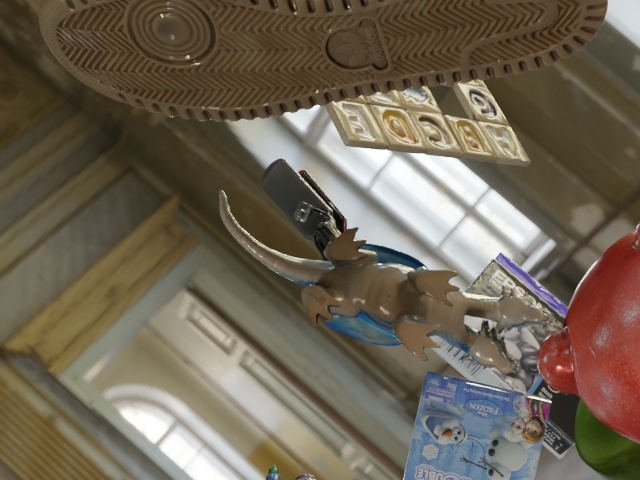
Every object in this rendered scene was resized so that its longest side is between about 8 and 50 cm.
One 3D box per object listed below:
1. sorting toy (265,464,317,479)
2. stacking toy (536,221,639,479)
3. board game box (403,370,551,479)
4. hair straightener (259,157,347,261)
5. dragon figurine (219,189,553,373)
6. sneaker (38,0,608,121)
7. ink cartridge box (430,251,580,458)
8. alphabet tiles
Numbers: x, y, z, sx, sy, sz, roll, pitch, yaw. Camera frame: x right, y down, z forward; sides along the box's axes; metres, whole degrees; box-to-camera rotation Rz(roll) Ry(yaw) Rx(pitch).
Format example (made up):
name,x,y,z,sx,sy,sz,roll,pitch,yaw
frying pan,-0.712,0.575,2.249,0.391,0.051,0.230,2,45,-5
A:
name,x,y,z,sx,sy,sz,roll,pitch,yaw
sorting toy,-0.039,0.281,1.217,0.102,0.061,0.042,-31,31,21
stacking toy,0.113,0.113,0.525,0.309,0.130,0.279,-58,5,10
board game box,0.110,0.146,0.769,0.020,0.090,0.090,-11,-67,-82
hair straightener,0.000,0.000,1.049,0.047,0.230,0.089,-44,-37,16
dragon figurine,0.048,0.044,0.911,0.144,0.289,0.085,34,-107,-77
sneaker,0.000,-0.154,0.573,0.099,0.282,0.153,74,-163,-50
ink cartridge box,0.256,0.120,1.293,0.208,0.206,0.045,-43,-9,-43
alphabet tiles,0.040,-0.143,0.828,0.237,0.198,0.009,2,-38,-41
